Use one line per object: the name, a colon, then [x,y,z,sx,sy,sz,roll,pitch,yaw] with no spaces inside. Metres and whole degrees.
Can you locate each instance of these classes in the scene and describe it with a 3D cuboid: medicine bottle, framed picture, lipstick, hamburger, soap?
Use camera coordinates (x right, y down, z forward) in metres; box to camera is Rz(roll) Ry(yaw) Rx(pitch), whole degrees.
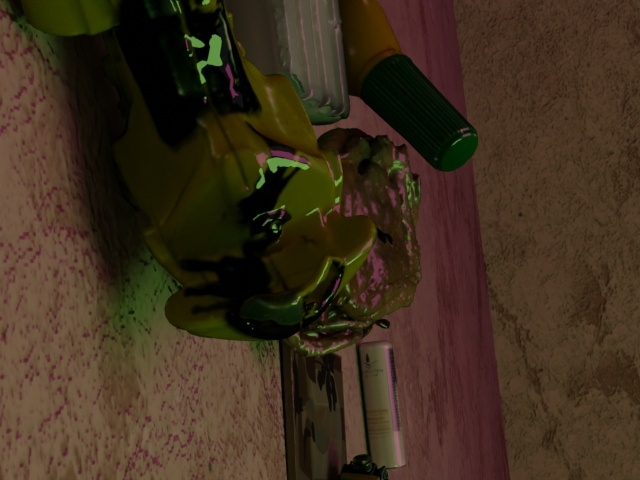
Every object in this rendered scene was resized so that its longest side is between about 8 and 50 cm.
medicine bottle: [0.038,-0.155,1.054,0.064,0.095,0.260,-5,45,-45]
framed picture: [-0.002,0.163,1.134,0.201,0.010,0.136,40,45,-71]
lipstick: [0.068,0.182,1.365,0.040,0.040,0.141,17,66,-76]
hamburger: [0.000,0.000,1.039,0.206,0.130,0.183,-10,91,-59]
soap: [-0.048,-0.216,0.980,0.150,0.094,0.261,11,73,-71]

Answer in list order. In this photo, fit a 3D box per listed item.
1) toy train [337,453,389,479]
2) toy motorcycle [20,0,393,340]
toy train: [0.036,0.263,1.148,0.081,0.050,0.122,-53,142,-57]
toy motorcycle: [-0.067,-0.069,0.702,0.206,0.142,0.342,38,-29,50]
